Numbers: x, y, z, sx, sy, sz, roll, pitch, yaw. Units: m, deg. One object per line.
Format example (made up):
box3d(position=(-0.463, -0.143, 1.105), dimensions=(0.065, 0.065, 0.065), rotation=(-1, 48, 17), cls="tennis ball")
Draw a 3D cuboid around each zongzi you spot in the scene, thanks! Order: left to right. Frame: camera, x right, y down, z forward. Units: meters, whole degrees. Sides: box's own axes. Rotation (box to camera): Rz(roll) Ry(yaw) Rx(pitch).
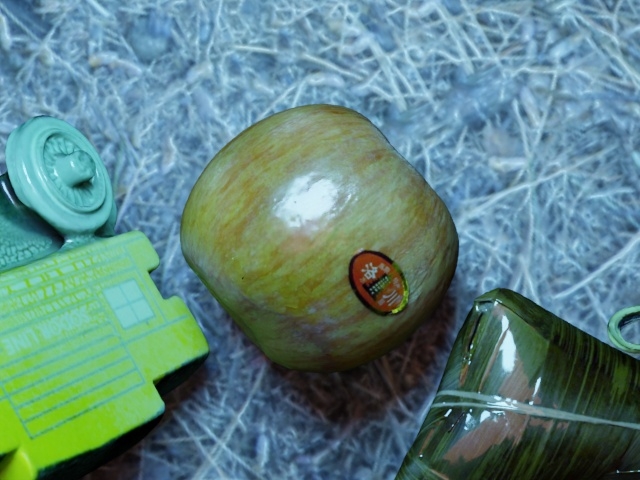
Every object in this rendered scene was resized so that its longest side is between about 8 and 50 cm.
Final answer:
box3d(position=(0.186, 0.190, 1.327), dimensions=(0.247, 0.111, 0.241), rotation=(26, 86, 1), cls="zongzi")

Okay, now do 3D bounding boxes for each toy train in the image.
box3d(position=(-0.260, 0.069, 1.241), dimensions=(0.179, 0.442, 0.272), rotation=(-31, 86, 28), cls="toy train")

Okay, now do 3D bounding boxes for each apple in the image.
box3d(position=(0.000, 0.000, 1.320), dimensions=(0.188, 0.211, 0.211), rotation=(-42, 82, -2), cls="apple")

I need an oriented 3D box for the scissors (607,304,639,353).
box3d(position=(0.320, 0.078, 1.317), dimensions=(0.187, 0.020, 0.133), rotation=(-25, 64, -34), cls="scissors")
